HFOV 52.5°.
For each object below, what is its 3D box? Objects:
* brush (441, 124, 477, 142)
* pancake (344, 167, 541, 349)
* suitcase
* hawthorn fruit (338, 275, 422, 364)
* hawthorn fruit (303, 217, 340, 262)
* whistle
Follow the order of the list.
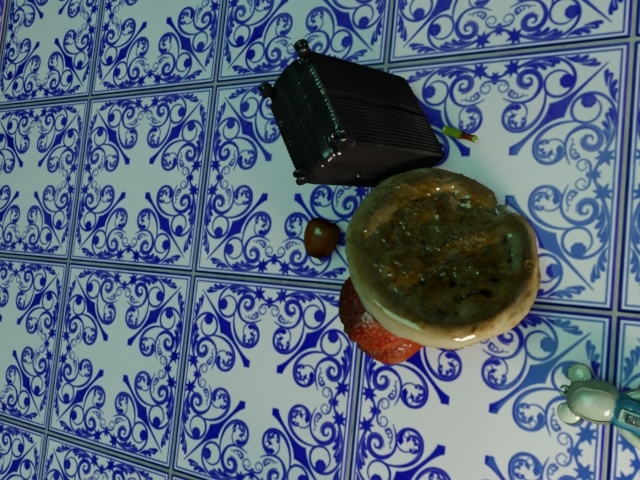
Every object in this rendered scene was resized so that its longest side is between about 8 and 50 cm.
[{"bbox_3d":[0.287,-0.215,1.325,0.083,0.021,0.019,25,95,37],"label":"brush"},{"bbox_3d":[0.225,0.015,1.187,0.381,0.071,0.383,3,56,-4],"label":"pancake"},{"bbox_3d":[0.072,-0.228,1.271,0.152,0.334,0.230,-38,65,38],"label":"suitcase"},{"bbox_3d":[0.158,0.114,1.264,0.253,0.205,0.205,-39,65,8],"label":"hawthorn fruit"},{"bbox_3d":[0.000,0.000,1.440,0.081,0.081,0.093,24,97,32],"label":"hawthorn fruit"},{"bbox_3d":[0.521,0.287,1.086,0.235,0.077,0.114,15,101,26],"label":"whistle"}]
